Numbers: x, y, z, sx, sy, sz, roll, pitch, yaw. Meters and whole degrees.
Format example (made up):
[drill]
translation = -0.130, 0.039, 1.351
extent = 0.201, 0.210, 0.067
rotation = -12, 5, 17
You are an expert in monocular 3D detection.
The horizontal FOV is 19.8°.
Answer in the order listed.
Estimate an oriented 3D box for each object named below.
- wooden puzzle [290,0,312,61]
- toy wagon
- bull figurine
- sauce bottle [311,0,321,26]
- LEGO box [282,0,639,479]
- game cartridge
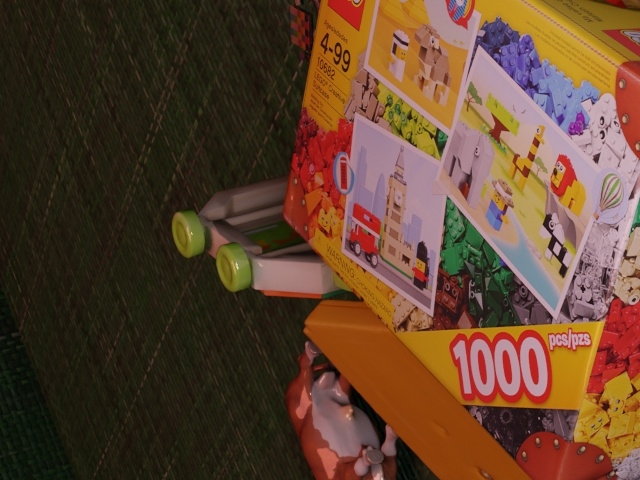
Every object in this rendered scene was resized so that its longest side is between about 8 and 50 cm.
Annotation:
[wooden puzzle]
translation = -0.024, -0.269, 2.331
extent = 0.049, 0.006, 0.083
rotation = 38, 136, 53
[toy wagon]
translation = 0.000, 0.000, 2.116
extent = 0.344, 0.267, 0.068
rotation = 35, 134, 54
[bull figurine]
translation = 0.044, 0.274, 2.374
extent = 0.310, 0.101, 0.188
rotation = 56, 145, 31
[sauce bottle]
translation = 0.020, -0.243, 2.214
extent = 0.042, 0.042, 0.128
rotation = -38, 67, 63
[LEGO box]
translation = 0.185, -0.071, 1.629
extent = 0.500, 0.193, 0.372
rotation = 45, 133, 49
[game cartridge]
translation = 0.145, 0.187, 1.984
extent = 0.323, 0.052, 0.285
rotation = 49, 161, -18
